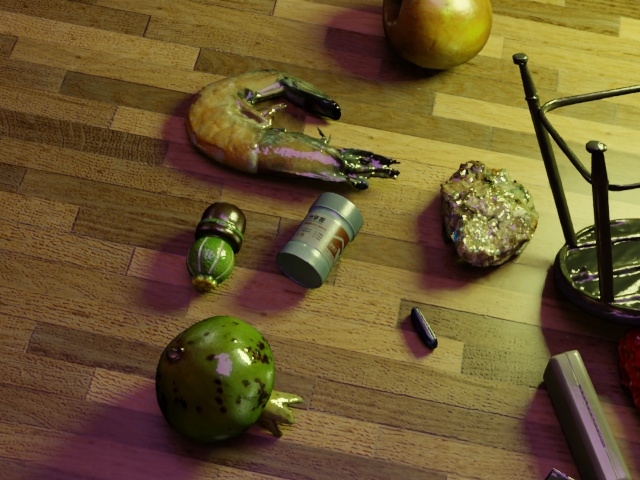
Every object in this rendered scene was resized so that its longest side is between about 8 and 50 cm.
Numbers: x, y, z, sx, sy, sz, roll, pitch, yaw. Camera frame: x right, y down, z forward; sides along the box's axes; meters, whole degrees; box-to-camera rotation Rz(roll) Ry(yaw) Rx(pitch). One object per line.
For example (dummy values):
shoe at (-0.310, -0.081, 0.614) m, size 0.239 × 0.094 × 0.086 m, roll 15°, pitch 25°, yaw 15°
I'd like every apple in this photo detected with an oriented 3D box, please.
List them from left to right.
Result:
apple at (0.240, -0.464, 2.190) m, size 0.207 × 0.237 × 0.237 m, roll 4°, pitch 57°, yaw -22°

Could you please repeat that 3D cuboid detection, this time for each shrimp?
shrimp at (-0.045, -0.216, 2.097) m, size 0.445 × 0.085 × 0.272 m, roll 19°, pitch 54°, yaw 12°

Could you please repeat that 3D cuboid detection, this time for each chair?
chair at (0.557, -0.093, 1.825) m, size 0.364 × 0.410 × 0.362 m, roll -10°, pitch 34°, yaw -6°

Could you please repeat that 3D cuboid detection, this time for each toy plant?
toy plant at (-0.190, 0.014, 1.928) m, size 0.092 × 0.093 × 0.162 m, roll 13°, pitch 59°, yaw 3°

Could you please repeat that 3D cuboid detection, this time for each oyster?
oyster at (0.309, -0.050, 2.012) m, size 0.198 × 0.092 × 0.259 m, roll 34°, pitch 59°, yaw 11°

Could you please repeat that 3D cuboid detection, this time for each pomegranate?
pomegranate at (-0.153, 0.239, 1.751) m, size 0.263 × 0.211 × 0.211 m, roll 37°, pitch 53°, yaw -30°

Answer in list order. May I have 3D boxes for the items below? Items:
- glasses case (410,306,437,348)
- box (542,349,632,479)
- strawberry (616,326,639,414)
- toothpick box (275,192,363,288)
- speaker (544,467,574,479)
glasses case at (0.182, 0.156, 1.904) m, size 0.023 × 0.033 × 0.083 m, roll -25°, pitch 63°, yaw -7°
box at (0.444, 0.312, 1.788) m, size 0.055 × 0.103 × 0.244 m, roll -13°, pitch 61°, yaw -7°
strawberry at (0.652, 0.234, 1.796) m, size 0.265 × 0.149 × 0.336 m, roll -40°, pitch 57°, yaw -14°
toothpick box at (0.000, 0.000, 1.947) m, size 0.101 × 0.101 × 0.153 m, roll 27°, pitch 61°, yaw 12°
speaker at (0.455, 0.452, 1.718) m, size 0.218 × 0.082 × 0.044 m, roll 28°, pitch 61°, yaw 14°
